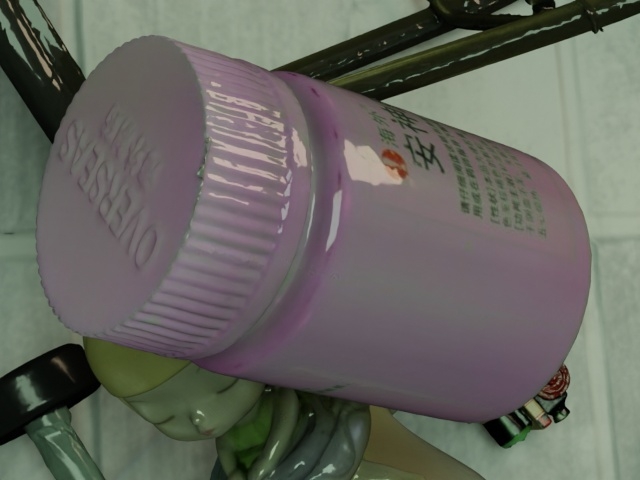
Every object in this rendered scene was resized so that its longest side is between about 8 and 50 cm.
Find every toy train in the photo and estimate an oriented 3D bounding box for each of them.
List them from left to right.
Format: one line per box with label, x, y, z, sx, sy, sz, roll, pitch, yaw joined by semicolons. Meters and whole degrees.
toy train;0.127;0.097;1.256;0.087;0.050;0.138;-41;89;-11

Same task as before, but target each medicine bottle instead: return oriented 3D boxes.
medicine bottle;0.000;0.000;0.957;0.291;0.178;0.178;15;74;-36

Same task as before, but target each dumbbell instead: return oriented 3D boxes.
dumbbell;-0.165;0.175;1.159;0.100;0.100;0.191;-31;86;-15

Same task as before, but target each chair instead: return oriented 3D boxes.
chair;-0.040;-0.223;1.129;0.410;0.362;0.364;-32;103;-4

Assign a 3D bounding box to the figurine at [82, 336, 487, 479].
figurine;-0.019;0.132;1.127;0.394;0.227;0.274;47;33;-19
